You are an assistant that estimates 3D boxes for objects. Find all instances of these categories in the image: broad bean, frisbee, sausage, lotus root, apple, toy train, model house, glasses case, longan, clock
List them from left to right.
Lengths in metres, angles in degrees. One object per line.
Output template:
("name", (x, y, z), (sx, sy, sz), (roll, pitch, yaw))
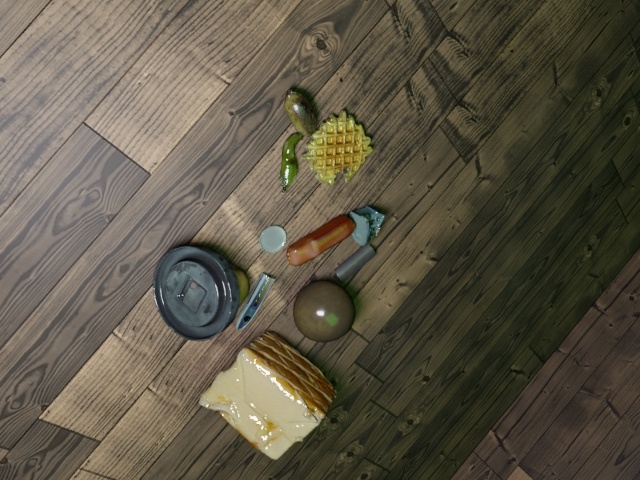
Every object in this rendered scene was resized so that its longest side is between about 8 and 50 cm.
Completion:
("clock", (-0.408, 0.171, 1.726), (0.066, 0.319, 0.318), (-16, 124, -63))
("apple", (-0.357, 0.169, 1.834), (0.207, 0.174, 0.188), (28, 93, -19))
("toy train", (-0.252, 0.242, 1.990), (0.055, 0.048, 0.252), (24, 98, -32))
("frisbee", (-0.177, -0.004, 1.946), (0.110, 0.014, 0.110), (-13, 117, -26))
("broad bean", (-0.109, -0.273, 1.848), (0.070, 0.048, 0.213), (7, 104, -31))
("lotus root", (-0.065, -0.431, 1.784), (0.089, 0.080, 0.179), (-37, 123, -9))
("sausage", (0.000, 0.000, 2.009), (0.300, 0.083, 0.089), (-30, 129, -12))
("longan", (0.018, 0.279, 2.038), (0.258, 0.258, 0.258), (-12, 116, -25))
("glasses case", (0.141, 0.094, 2.156), (0.191, 0.042, 0.072), (-40, 132, -9))
("model house", (0.202, -0.072, 2.079), (0.149, 0.119, 0.148), (-26, 122, -27))

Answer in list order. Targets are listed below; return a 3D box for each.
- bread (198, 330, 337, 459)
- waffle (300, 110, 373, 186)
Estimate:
("bread", (-0.172, 0.558, 1.919), (0.390, 0.371, 0.279), (37, 100, 6))
("waffle", (0.062, -0.329, 1.918), (0.261, 0.056, 0.250), (-50, 125, 1))
